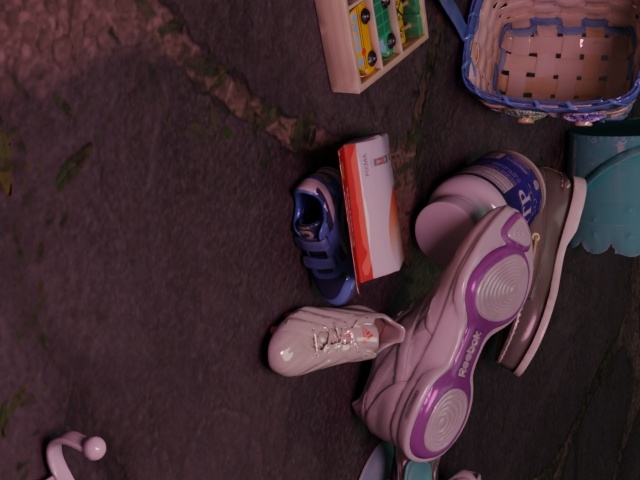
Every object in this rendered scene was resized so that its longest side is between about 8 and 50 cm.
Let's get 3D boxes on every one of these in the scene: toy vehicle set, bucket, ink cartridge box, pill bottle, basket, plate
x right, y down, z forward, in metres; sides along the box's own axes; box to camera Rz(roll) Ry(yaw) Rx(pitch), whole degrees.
[{"bbox_3d":[0.045,-0.307,1.149,0.166,0.035,0.267,-45,133,-45],"label":"toy vehicle set"},{"bbox_3d":[0.517,-0.092,1.747,0.281,0.281,0.183,-23,110,-54],"label":"bucket"},{"bbox_3d":[0.054,-0.034,1.137,0.179,0.045,0.146,-61,144,-80],"label":"ink cartridge box"},{"bbox_3d":[0.197,-0.037,1.382,0.186,0.112,0.112,-33,124,-50],"label":"pill bottle"},{"bbox_3d":[0.295,-0.255,1.359,0.289,0.254,0.201,49,49,-62],"label":"basket"},{"bbox_3d":[0.090,0.334,1.378,0.188,0.024,0.188,-18,112,-56],"label":"plate"}]

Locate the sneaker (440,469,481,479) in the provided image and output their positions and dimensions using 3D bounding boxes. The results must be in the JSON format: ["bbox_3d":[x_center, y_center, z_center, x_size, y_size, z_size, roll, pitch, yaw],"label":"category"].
[{"bbox_3d":[0.204,0.438,1.487,0.323,0.130,0.236,65,35,-54],"label":"sneaker"}]

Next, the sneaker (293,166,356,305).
[{"bbox_3d":[0.000,0.000,1.134,0.059,0.053,0.144,-25,109,-54],"label":"sneaker"}]

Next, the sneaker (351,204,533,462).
[{"bbox_3d":[0.131,0.089,1.255,0.114,0.152,0.305,35,79,-39],"label":"sneaker"}]

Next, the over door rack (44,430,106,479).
[{"bbox_3d":[-0.189,0.333,0.792,0.239,0.108,0.324,-32,108,-50],"label":"over door rack"}]

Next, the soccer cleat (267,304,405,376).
[{"bbox_3d":[0.017,0.101,1.158,0.196,0.076,0.068,-10,105,-57],"label":"soccer cleat"}]

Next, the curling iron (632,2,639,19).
[{"bbox_3d":[0.446,-0.411,1.758,0.274,0.068,0.035,21,80,-52],"label":"curling iron"}]

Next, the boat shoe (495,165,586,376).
[{"bbox_3d":[0.293,0.039,1.574,0.109,0.091,0.305,125,-16,-77],"label":"boat shoe"}]

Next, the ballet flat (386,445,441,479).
[{"bbox_3d":[0.112,0.252,1.322,0.074,0.074,0.203,26,70,-57],"label":"ballet flat"}]
